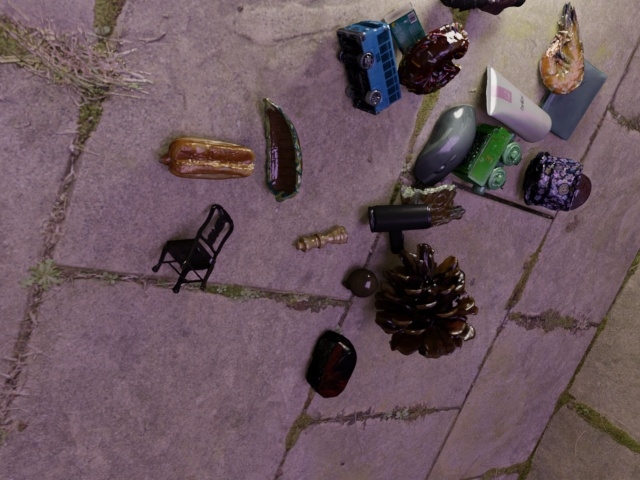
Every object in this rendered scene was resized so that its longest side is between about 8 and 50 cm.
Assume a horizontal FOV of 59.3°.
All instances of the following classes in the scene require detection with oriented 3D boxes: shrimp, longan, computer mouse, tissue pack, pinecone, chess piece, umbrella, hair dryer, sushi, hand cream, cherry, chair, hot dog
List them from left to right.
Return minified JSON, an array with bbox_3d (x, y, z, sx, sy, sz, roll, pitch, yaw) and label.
[{"bbox_3d":[-0.329,0.017,1.490,0.106,0.113,0.229,59,37,-40],"label":"chair"},{"bbox_3d":[-0.282,-0.204,1.402,0.249,0.076,0.102,-2,102,-34],"label":"hot dog"},{"bbox_3d":[0.000,0.001,1.739,0.172,0.060,0.060,-15,121,-28],"label":"chess piece"},{"bbox_3d":[0.039,0.430,1.954,0.136,0.126,0.225,4,116,-39],"label":"sushi"},{"bbox_3d":[0.134,0.145,1.892,0.119,0.106,0.106,-9,128,13],"label":"longan"},{"bbox_3d":[0.261,-0.033,1.871,0.197,0.089,0.251,-5,148,5],"label":"hair dryer"},{"bbox_3d":[0.239,-0.602,1.584,0.085,0.079,0.111,-26,134,17],"label":"tissue pack"},{"bbox_3d":[0.351,0.186,1.899,0.384,0.384,0.384,-17,123,-29],"label":"pinecone"},{"bbox_3d":[0.411,-0.279,1.873,0.167,0.090,0.379,25,100,-41],"label":"computer mouse"},{"bbox_3d":[0.494,-0.733,1.692,0.326,0.094,0.090,-11,75,-30],"label":"umbrella"},{"bbox_3d":[0.677,-0.456,1.957,0.359,0.118,0.185,19,71,-41],"label":"hand cream"},{"bbox_3d":[0.856,-0.676,2.001,0.164,0.062,0.316,-13,110,-6],"label":"shrimp"},{"bbox_3d":[1.044,-0.205,2.341,0.176,0.140,0.176,-4,118,-7],"label":"cherry"}]

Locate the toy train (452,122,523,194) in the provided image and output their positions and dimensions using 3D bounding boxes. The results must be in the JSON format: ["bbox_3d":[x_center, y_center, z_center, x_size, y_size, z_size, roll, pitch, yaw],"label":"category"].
[{"bbox_3d":[0.583,-0.289,1.972,0.188,0.132,0.243,27,96,-34],"label":"toy train"}]

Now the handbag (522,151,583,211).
[{"bbox_3d":[0.906,-0.230,2.210,0.208,0.127,0.228,8,115,-8],"label":"handbag"}]

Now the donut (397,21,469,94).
[{"bbox_3d":[0.328,-0.509,1.614,0.216,0.096,0.230,-27,165,-24],"label":"donut"}]

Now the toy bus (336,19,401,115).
[{"bbox_3d":[0.137,-0.481,1.542,0.134,0.116,0.234,-34,131,-19],"label":"toy bus"}]

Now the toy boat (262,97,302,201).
[{"bbox_3d":[-0.102,-0.249,1.498,0.099,0.109,0.292,-45,138,-47],"label":"toy boat"}]

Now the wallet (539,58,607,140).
[{"bbox_3d":[0.952,-0.551,2.155,0.251,0.054,0.290,17,108,-37],"label":"wallet"}]

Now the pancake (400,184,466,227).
[{"bbox_3d":[0.384,-0.128,1.924,0.197,0.054,0.377,-41,146,22],"label":"pancake"}]
